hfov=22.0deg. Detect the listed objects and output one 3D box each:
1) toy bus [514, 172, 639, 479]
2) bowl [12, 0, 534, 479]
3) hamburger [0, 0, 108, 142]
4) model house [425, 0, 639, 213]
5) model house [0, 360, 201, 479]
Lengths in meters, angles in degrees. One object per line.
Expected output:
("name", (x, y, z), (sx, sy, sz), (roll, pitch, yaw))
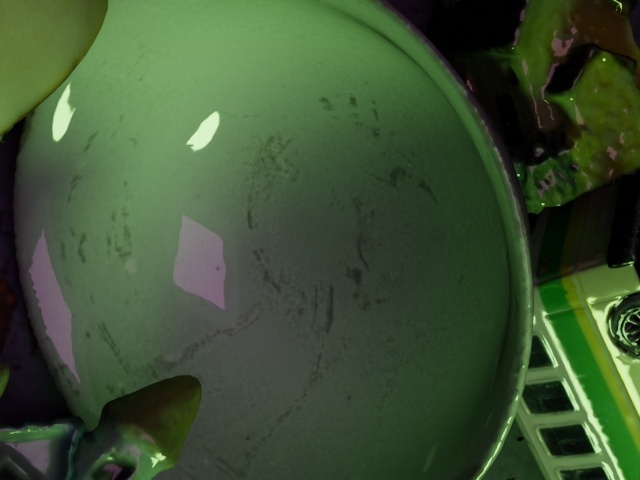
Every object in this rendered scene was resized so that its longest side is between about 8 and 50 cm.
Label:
("toy bus", (0.241, 0.114, 1.320), (0.179, 0.143, 0.305), (-17, 117, 25))
("bowl", (0.000, 0.000, 1.206), (0.196, 0.434, 0.435), (-19, 101, -55))
("hamburger", (-0.284, -0.171, 1.104), (0.276, 0.294, 0.179), (-30, 121, 1))
("model house", (0.149, -0.135, 1.291), (0.170, 0.194, 0.211), (-22, 99, -16))
("model house", (-0.188, 0.202, 1.083), (0.267, 0.194, 0.325), (45, 74, -3))
